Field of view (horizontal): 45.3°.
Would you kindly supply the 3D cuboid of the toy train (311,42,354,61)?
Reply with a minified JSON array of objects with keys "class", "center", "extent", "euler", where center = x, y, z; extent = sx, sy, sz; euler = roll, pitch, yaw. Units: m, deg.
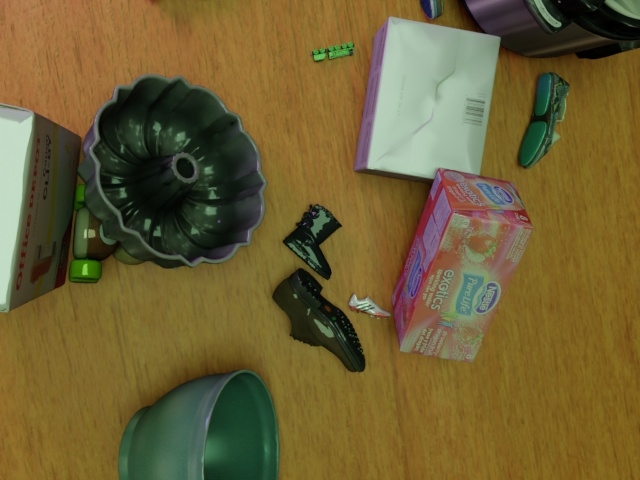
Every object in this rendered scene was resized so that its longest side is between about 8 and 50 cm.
[{"class":"toy train","center":[0.024,-0.348,1.417],"extent":[0.083,0.017,0.024],"euler":[-13,103,-7]}]

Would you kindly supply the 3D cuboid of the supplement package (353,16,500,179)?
[{"class":"supplement package","center":[0.187,-0.239,1.378],"extent":[0.203,0.145,0.262],"euler":[9,92,-7]}]

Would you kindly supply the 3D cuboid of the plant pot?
[{"class":"plant pot","center":[-0.215,0.368,1.298],"extent":[0.196,0.293,0.293],"euler":[-4,93,19]}]

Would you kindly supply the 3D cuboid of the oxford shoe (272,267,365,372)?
[{"class":"oxford shoe","center":[-0.002,0.161,1.411],"extent":[0.096,0.083,0.227],"euler":[-36,99,18]}]

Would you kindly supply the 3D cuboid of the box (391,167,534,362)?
[{"class":"box","center":[0.235,0.047,1.325],"extent":[0.142,0.154,0.300],"euler":[10,123,-8]}]

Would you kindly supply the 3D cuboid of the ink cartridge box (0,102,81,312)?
[{"class":"ink cartridge box","center":[-0.489,-0.053,1.172],"extent":[0.160,0.384,0.280],"euler":[7,91,-8]}]

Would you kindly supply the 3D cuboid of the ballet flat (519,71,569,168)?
[{"class":"ballet flat","center":[0.432,-0.222,1.456],"extent":[0.070,0.070,0.189],"euler":[15,93,-8]}]

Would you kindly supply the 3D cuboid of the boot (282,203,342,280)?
[{"class":"boot","center":[0.000,0.000,1.414],"extent":[0.121,0.045,0.099],"euler":[43,84,-6]}]

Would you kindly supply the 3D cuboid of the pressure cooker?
[{"class":"pressure cooker","center":[0.451,-0.494,1.247],"extent":[0.375,0.420,0.370],"euler":[2,95,-18]}]

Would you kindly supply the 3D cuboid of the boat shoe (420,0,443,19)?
[{"class":"boat shoe","center":[0.217,-0.501,1.413],"extent":[0.066,0.066,0.183],"euler":[-6,93,-9]}]

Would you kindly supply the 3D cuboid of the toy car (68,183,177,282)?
[{"class":"toy car","center":[-0.332,-0.004,1.327],"extent":[0.188,0.149,0.155],"euler":[4,81,-19]}]

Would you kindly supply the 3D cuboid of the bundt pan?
[{"class":"bundt pan","center":[-0.254,-0.100,1.279],"extent":[0.330,0.124,0.331],"euler":[17,63,-37]}]

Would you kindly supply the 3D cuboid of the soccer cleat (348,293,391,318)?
[{"class":"soccer cleat","center":[0.094,0.124,1.437],"extent":[0.083,0.029,0.036],"euler":[15,94,-3]}]
